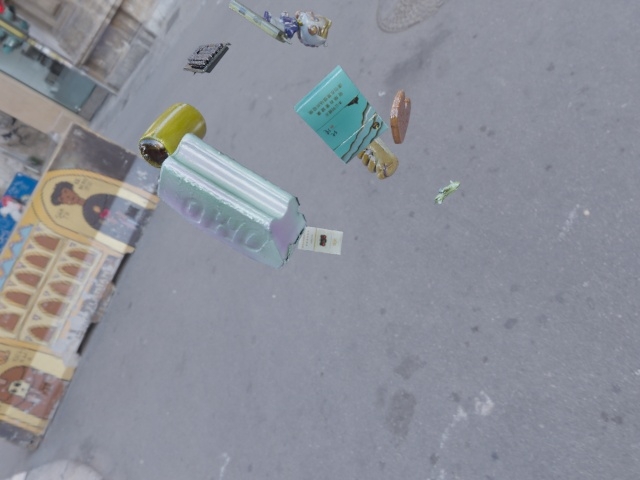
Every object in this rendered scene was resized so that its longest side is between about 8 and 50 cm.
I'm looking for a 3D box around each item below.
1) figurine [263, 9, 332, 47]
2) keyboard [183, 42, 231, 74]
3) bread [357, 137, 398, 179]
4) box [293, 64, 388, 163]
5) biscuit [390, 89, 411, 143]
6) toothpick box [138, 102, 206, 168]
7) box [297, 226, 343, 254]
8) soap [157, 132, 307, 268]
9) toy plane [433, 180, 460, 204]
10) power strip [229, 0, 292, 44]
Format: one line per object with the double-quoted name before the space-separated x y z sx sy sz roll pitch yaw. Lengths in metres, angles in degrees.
"figurine" -0.084 -0.841 1.822 0.194 0.274 0.133 42 135 28
"keyboard" -0.268 -0.420 1.056 0.094 0.025 0.230 -50 33 -2
"bread" 0.198 -0.332 1.752 0.225 0.134 0.081 52 144 14
"box" 0.061 -0.335 1.256 0.162 0.229 0.041 -38 39 14
"biscuit" 0.275 -0.440 1.586 0.036 0.192 0.187 10 72 19
"toothpick box" -0.569 -0.393 1.757 0.175 0.175 0.271 -27 26 38
"box" 0.000 0.000 1.752 0.024 0.166 0.090 161 117 -75
"soap" -0.258 -0.100 1.403 0.261 0.445 0.156 -45 18 57
"toy plane" 0.431 -0.167 1.580 0.111 0.102 0.040 -44 74 0
"power strip" -0.210 -0.785 1.667 0.034 0.267 0.092 -56 -7 20
